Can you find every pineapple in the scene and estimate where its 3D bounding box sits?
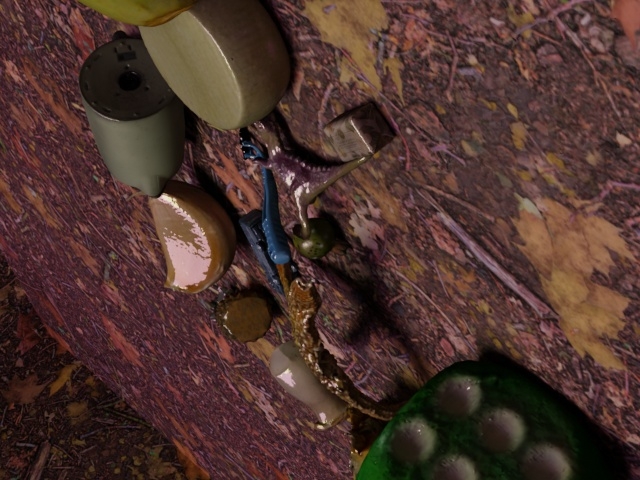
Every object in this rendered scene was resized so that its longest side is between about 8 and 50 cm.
[{"bbox_3d":[0.172,0.375,2.099,0.209,0.286,0.344,-6,126,11],"label":"pineapple"},{"bbox_3d":[-0.174,0.144,2.429,0.125,0.125,0.251,54,168,-10],"label":"pineapple"}]

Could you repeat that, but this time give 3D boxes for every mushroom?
[{"bbox_3d":[-0.017,0.287,2.348,0.088,0.097,0.212,-9,120,53],"label":"mushroom"}]

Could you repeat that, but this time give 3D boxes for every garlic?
[{"bbox_3d":[-0.245,-0.017,2.207,0.145,0.164,0.245,48,161,57],"label":"garlic"}]

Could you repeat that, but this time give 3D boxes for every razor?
[{"bbox_3d":[-0.086,-0.070,1.864,0.082,0.042,0.253,85,171,-54],"label":"razor"}]

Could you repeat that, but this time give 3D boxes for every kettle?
[{"bbox_3d":[-0.316,-0.230,2.035,0.255,0.165,0.240,89,166,-64],"label":"kettle"}]

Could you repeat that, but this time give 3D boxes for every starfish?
[{"bbox_3d":[0.019,0.149,1.952,0.398,0.132,0.384,49,-176,-24],"label":"starfish"}]

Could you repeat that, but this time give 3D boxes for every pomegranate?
[{"bbox_3d":[-0.003,0.001,1.899,0.084,0.073,0.073,39,165,-28],"label":"pomegranate"}]

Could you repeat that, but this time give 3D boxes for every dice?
[{"bbox_3d":[0.239,0.377,1.748,0.297,0.287,0.300,41,158,28],"label":"dice"}]

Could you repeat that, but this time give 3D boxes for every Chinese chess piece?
[{"bbox_3d":[-0.152,-0.277,1.679,0.250,0.101,0.250,41,157,22],"label":"Chinese chess piece"}]

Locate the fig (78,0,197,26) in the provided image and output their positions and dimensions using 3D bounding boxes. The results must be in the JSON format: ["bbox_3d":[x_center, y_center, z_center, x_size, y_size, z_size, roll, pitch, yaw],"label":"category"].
[{"bbox_3d":[-0.273,-0.415,1.484,0.326,0.258,0.258,54,158,-19],"label":"fig"}]

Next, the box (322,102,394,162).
[{"bbox_3d":[0.050,-0.143,1.585,0.062,0.045,0.098,55,159,-10],"label":"box"}]

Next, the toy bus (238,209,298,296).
[{"bbox_3d":[-0.090,0.022,2.125,0.065,0.047,0.166,28,149,52],"label":"toy bus"}]

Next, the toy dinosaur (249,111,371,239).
[{"bbox_3d":[-0.020,-0.097,1.770,0.251,0.072,0.199,43,151,40],"label":"toy dinosaur"}]
